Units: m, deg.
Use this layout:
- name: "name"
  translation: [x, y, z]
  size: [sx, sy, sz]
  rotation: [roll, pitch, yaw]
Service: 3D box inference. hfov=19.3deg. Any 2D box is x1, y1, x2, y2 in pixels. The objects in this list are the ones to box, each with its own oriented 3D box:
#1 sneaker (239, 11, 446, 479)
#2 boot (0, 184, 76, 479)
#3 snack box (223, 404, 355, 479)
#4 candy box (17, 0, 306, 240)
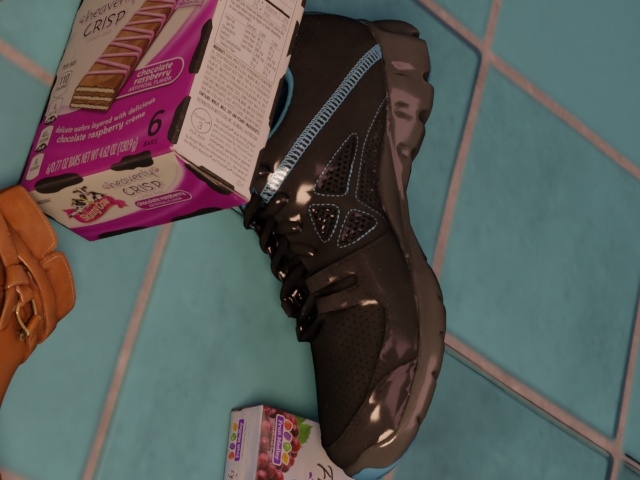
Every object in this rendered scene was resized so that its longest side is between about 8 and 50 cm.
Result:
- name: "sneaker"
  translation: [0.000, 0.000, 1.295]
  size: [0.139, 0.125, 0.341]
  rotation: [8, 64, -24]
- name: "boot"
  translation: [-0.195, 0.073, 1.117]
  size: [0.152, 0.073, 0.197]
  rotation: [-40, 124, -56]
- name: "snack box"
  translation: [-0.021, 0.192, 1.278]
  size: [0.100, 0.037, 0.141]
  rotation: [22, 66, -41]
- name: "candy box"
  translation: [-0.091, -0.126, 1.195]
  size: [0.071, 0.159, 0.233]
  rotation: [35, 58, -35]
